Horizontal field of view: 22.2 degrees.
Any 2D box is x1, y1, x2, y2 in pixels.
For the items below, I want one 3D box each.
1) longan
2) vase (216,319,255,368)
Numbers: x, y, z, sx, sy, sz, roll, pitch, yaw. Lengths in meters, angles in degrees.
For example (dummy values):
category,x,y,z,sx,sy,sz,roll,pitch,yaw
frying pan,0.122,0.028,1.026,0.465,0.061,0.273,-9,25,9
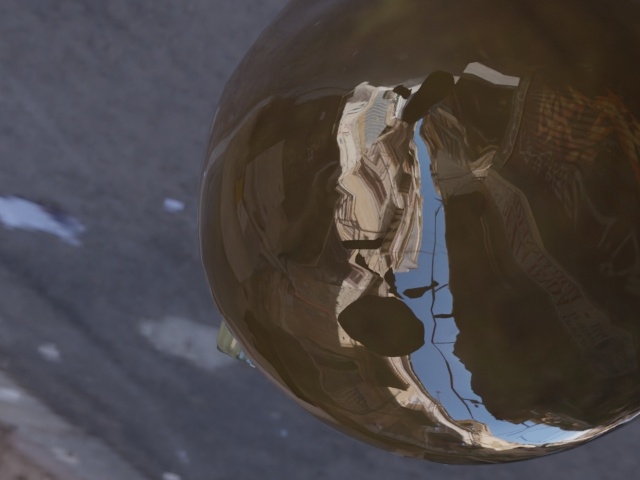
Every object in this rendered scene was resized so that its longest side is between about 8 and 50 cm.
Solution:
category,x,y,z,sx,sy,sz,roll,pitch,yaw
longan,0.091,-0.037,0.964,0.361,0.361,0.361,12,155,6
vase,0.000,0.000,1.379,0.128,0.248,0.128,31,-175,-3
